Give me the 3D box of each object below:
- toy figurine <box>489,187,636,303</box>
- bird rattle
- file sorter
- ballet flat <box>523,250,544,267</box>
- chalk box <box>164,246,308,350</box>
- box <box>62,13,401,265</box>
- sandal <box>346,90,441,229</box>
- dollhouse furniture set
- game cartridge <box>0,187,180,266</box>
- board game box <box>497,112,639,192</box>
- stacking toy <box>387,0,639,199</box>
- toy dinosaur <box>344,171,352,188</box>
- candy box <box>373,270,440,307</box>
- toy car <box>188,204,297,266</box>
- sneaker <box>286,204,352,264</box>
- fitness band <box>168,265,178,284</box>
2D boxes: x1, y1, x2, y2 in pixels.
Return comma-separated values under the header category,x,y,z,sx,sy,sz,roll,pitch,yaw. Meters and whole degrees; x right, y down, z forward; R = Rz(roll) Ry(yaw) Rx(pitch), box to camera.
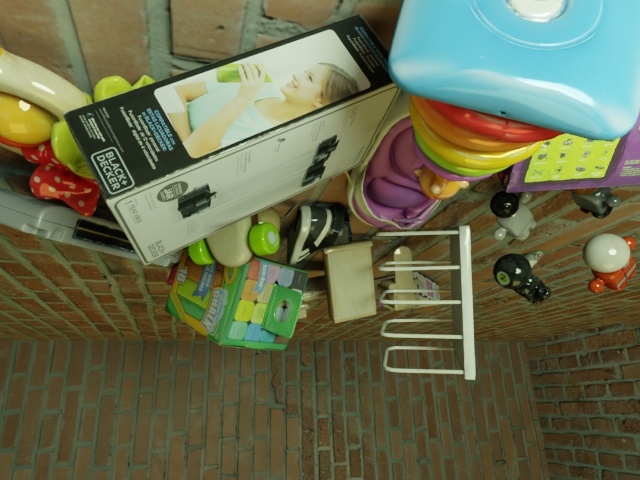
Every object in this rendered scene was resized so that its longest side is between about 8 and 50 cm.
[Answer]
category,x,y,z,sx,sy,sz,roll,pitch,yaw
toy figurine,0.395,-0.009,0.756,0.213,0.210,0.148,-16,149,36
bird rattle,-0.316,-0.137,0.526,0.253,0.143,0.207,-3,153,44
file sorter,0.208,0.114,0.913,0.172,0.278,0.193,-3,180,11
ballet flat,0.547,0.061,1.207,0.041,0.041,0.114,14,154,-38
chalk box,-0.158,0.115,0.935,0.288,0.180,0.179,13,175,44
box,-0.072,-0.097,0.456,0.289,0.087,0.169,-27,167,-18
sandal,0.124,-0.075,0.696,0.169,0.102,0.416,-3,160,4
dollhouse furniture set,0.037,0.066,1.171,0.303,0.174,0.355,-9,-169,-15
game cartridge,-0.402,-0.021,0.754,0.195,0.060,0.294,11,172,21
board game box,0.382,-0.154,0.467,0.346,0.056,0.208,-3,137,3
stacking toy,0.149,-0.116,0.441,0.175,0.166,0.302,16,162,7
toy dinosaur,-0.016,-0.131,0.627,0.183,0.053,0.092,17,168,-20
candy box,0.265,0.164,1.414,0.164,0.070,0.196,-15,156,31
toy car,-0.121,-0.044,0.787,0.154,0.149,0.188,-9,-172,27
sneaker,0.000,0.000,0.924,0.121,0.079,0.217,3,159,-12
fitness band,-0.263,0.128,1.208,0.290,0.054,0.209,10,162,12
